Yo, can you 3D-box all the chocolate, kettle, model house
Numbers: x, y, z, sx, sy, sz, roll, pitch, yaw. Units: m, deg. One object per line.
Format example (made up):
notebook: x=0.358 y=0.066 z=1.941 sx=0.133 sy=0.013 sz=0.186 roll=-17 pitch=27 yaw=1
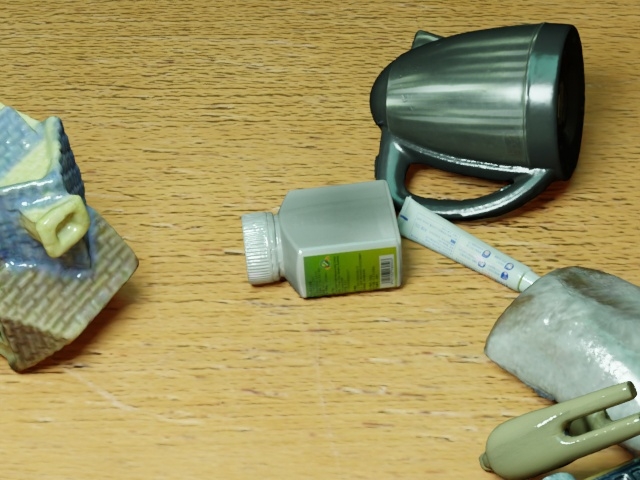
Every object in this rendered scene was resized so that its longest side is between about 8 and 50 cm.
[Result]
chocolate: x=0.339 y=0.121 z=1.716 sx=0.185 sy=0.100 sz=0.303 roll=-32 pitch=49 yaw=-33
kettle: x=0.196 y=-0.162 z=2.037 sx=0.271 sy=0.251 sz=0.207 roll=4 pitch=12 yaw=19
model house: x=-0.383 y=0.001 z=1.798 sx=0.266 sy=0.321 sz=0.261 roll=24 pitch=56 yaw=26

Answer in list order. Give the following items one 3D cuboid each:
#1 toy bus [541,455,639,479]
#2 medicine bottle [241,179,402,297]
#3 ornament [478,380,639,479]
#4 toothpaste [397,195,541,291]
toy bus: x=0.335 y=0.300 z=1.485 sx=0.323 sy=0.194 sz=0.162 roll=-20 pitch=44 yaw=-13
medicine bottle: x=0.000 y=0.000 z=1.919 sx=0.188 sy=0.088 sz=0.132 roll=-6 pitch=42 yaw=-2
ornament: x=0.239 y=0.197 z=1.573 sx=0.245 sy=0.230 sz=0.061 roll=-24 pitch=79 yaw=26
toothpaste: x=0.182 y=0.011 z=1.929 sx=0.218 sy=0.052 sz=0.033 roll=29 pitch=14 yaw=29
